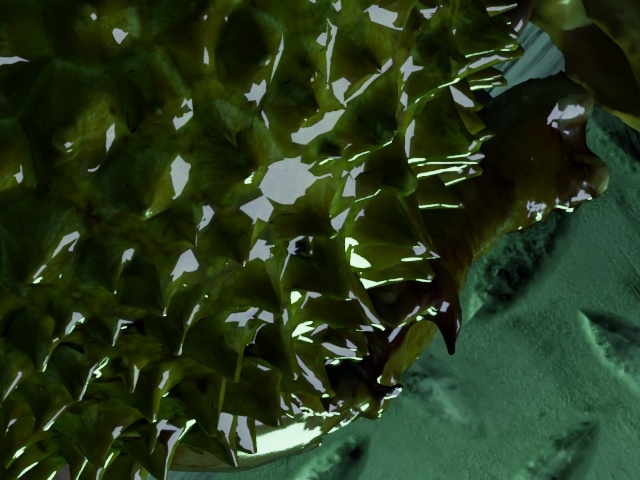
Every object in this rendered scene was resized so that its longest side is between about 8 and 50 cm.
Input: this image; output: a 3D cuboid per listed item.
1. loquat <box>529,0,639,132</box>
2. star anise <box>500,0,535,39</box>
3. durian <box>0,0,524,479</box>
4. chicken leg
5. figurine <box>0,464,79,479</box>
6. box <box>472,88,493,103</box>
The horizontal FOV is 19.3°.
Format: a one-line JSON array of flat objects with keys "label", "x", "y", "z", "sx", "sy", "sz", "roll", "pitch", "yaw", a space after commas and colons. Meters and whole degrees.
[{"label": "loquat", "x": 0.245, "y": -0.181, "z": 0.886, "sx": 0.328, "sy": 0.328, "sz": 0.328, "roll": -48, "pitch": 174, "yaw": -7}, {"label": "star anise", "x": 0.047, "y": -0.147, "z": 0.605, "sx": 0.292, "sy": 0.109, "sz": 0.349, "roll": -61, "pitch": 180, "yaw": -15}, {"label": "durian", "x": -0.043, "y": -0.044, "z": 0.454, "sx": 0.237, "sy": 0.176, "sz": 0.200, "roll": 97, "pitch": 13, "yaw": -60}, {"label": "chicken leg", "x": -0.014, "y": 0.007, "z": 0.865, "sx": 0.361, "sy": 0.211, "sz": 0.140, "roll": -34, "pitch": 132, "yaw": -60}, {"label": "figurine", "x": -0.147, "y": 0.112, "z": 0.929, "sx": 0.138, "sy": 0.125, "sz": 0.125, "roll": -63, "pitch": -176, "yaw": -36}, {"label": "box", "x": 0.029, "y": -0.041, "z": 1.297, "sx": 0.144, "sy": 0.090, "sz": 0.201, "roll": -45, "pitch": 172, "yaw": -37}]
